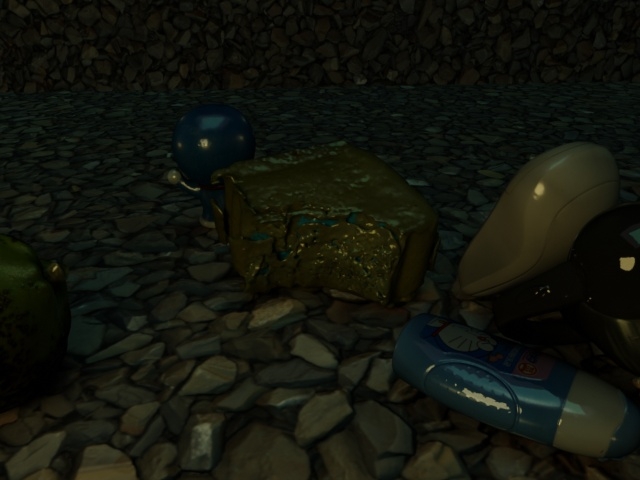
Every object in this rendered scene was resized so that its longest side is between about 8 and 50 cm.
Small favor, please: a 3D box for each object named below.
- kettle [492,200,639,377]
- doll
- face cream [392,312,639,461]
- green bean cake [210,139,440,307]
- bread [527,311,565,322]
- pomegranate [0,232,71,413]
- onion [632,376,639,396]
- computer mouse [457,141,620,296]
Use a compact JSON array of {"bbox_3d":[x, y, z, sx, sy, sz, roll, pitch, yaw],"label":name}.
[{"bbox_3d":[0.355,0.043,0.588,0.250,0.208,0.271,10,-10,45],"label":"kettle"},{"bbox_3d":[-0.200,-0.148,1.049,0.215,0.257,0.161,-13,36,-17],"label":"doll"},{"bbox_3d":[0.217,0.165,0.591,0.263,0.083,0.149,18,21,31],"label":"face cream"},{"bbox_3d":[0.000,0.000,0.832,0.309,0.202,0.285,-11,40,-19],"label":"green bean cake"},{"bbox_3d":[0.347,0.111,0.756,0.083,0.036,0.047,-2,23,-8],"label":"bread"},{"bbox_3d":[-0.430,0.099,0.599,0.276,0.222,0.204,-11,39,19],"label":"pomegranate"},{"bbox_3d":[0.372,0.245,0.353,0.267,0.159,0.348,2,16,-23],"label":"onion"},{"bbox_3d":[0.319,-0.004,0.745,0.184,0.297,0.121,-18,54,-30],"label":"computer mouse"}]
